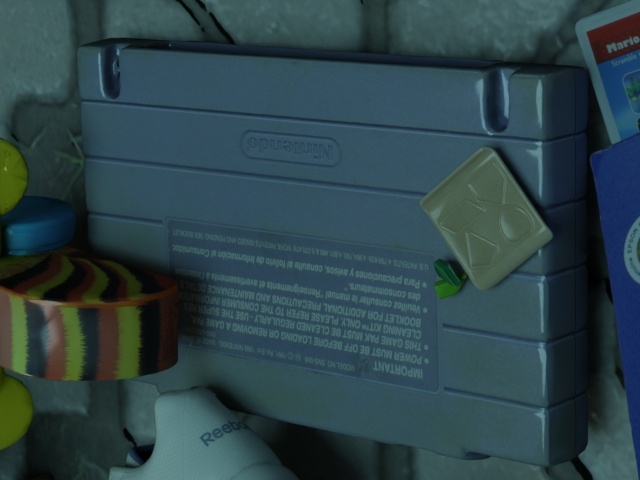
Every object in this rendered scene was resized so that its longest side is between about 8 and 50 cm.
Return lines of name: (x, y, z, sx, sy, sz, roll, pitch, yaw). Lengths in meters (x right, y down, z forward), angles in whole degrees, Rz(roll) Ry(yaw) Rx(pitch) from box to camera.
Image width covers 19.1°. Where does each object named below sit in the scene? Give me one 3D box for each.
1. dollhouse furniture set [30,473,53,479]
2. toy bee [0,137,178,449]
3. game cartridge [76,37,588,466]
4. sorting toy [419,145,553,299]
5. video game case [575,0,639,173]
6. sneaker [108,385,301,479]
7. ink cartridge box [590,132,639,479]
dollhouse furniture set: (-0.326, 0.162, 1.302, 0.161, 0.242, 0.212, -29, 84, 24)
toy bee: (-0.231, 0.040, 1.211, 0.298, 0.162, 0.195, -11, 92, 53)
game cartridge: (0.000, 0.000, 1.139, 0.355, 0.068, 0.230, 8, 110, 38)
sorting toy: (0.081, -0.005, 1.026, 0.083, 0.012, 0.062, -42, 79, 34)
video game case: (0.261, -0.009, 0.971, 0.204, 0.025, 0.285, -18, 90, 38)
sneaker: (-0.092, 0.206, 1.229, 0.129, 0.111, 0.297, 55, 135, 25)
ink cartridge box: (0.253, 0.034, 0.843, 0.330, 0.071, 0.324, -26, 58, 37)
